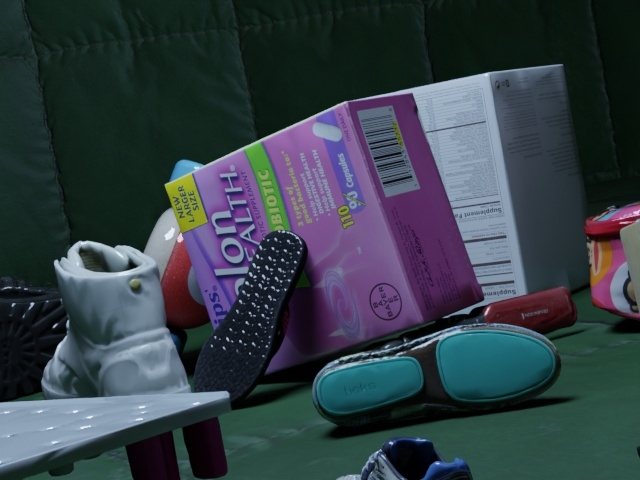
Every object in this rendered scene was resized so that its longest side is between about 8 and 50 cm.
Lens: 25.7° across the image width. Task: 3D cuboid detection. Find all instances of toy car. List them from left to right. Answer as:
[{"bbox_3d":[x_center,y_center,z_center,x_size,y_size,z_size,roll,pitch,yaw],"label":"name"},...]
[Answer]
[{"bbox_3d":[-0.079,0.055,1.544,0.238,0.219,0.210,19,-2,-2],"label":"toy car"}]

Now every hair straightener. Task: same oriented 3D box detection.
[{"bbox_3d":[0.128,0.094,1.316,0.230,0.047,0.089,-18,-3,-27],"label":"hair straightener"}]

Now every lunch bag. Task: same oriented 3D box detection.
[{"bbox_3d":[0.418,0.005,1.318,0.293,0.120,0.258,-6,1,31],"label":"lunch bag"}]

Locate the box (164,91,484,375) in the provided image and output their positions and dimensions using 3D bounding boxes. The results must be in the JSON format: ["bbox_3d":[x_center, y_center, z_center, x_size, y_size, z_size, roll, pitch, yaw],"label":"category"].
[{"bbox_3d":[0.000,0.000,1.352,0.243,0.213,0.117,-21,-3,37],"label":"box"}]

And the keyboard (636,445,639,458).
[{"bbox_3d":[0.249,0.120,0.612,0.201,0.033,0.317,-5,1,-22],"label":"keyboard"}]

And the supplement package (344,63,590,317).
[{"bbox_3d":[0.180,-0.056,1.638,0.198,0.263,0.199,-8,4,36],"label":"supplement package"}]

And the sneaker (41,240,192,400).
[{"bbox_3d":[-0.209,0.081,1.355,0.108,0.169,0.292,-14,4,-28],"label":"sneaker"}]

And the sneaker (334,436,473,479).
[{"bbox_3d":[0.046,0.131,0.755,0.052,0.058,0.135,-12,4,-29],"label":"sneaker"}]

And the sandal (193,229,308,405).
[{"bbox_3d":[-0.056,0.077,1.278,0.067,0.179,0.040,17,-17,28],"label":"sandal"}]

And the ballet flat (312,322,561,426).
[{"bbox_3d":[0.088,0.103,1.069,0.188,0.070,0.070,-6,4,5],"label":"ballet flat"}]

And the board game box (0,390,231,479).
[{"bbox_3d":[-0.309,0.155,0.782,0.390,0.050,0.390,-9,2,40],"label":"board game box"}]

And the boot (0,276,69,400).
[{"bbox_3d":[-0.423,0.115,1.634,0.348,0.131,0.260,1,3,-40],"label":"boot"}]

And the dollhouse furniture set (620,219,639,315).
[{"bbox_3d":[0.329,0.034,1.036,0.123,0.144,0.151,-6,-12,-23],"label":"dollhouse furniture set"}]
